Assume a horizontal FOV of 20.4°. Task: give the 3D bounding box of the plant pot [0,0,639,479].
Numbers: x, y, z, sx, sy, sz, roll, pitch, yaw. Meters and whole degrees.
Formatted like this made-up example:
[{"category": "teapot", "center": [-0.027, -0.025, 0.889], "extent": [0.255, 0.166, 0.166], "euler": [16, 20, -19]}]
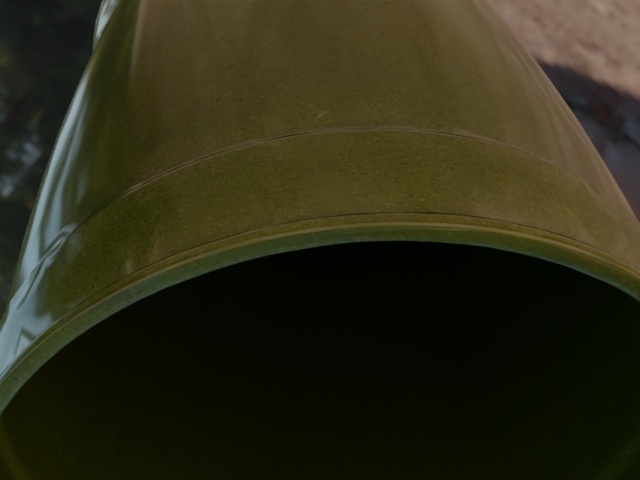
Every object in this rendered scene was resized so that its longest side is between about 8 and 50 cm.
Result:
[{"category": "plant pot", "center": [0.000, 0.000, 0.943], "extent": [0.366, 0.366, 0.353], "euler": [38, -150, -36]}]
